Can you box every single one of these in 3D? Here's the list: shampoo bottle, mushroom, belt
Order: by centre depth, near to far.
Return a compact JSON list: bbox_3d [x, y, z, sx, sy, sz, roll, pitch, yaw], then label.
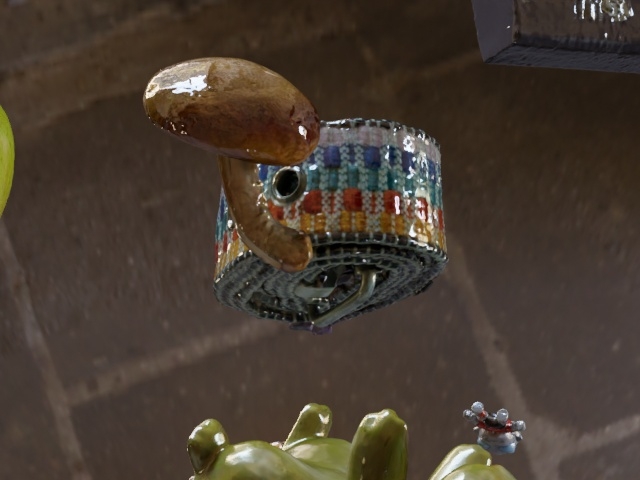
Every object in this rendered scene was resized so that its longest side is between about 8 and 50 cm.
[{"bbox_3d":[-0.032,-0.047,0.982,0.073,0.088,0.129,-36,85,11],"label":"mushroom"},{"bbox_3d":[0.265,-0.184,1.492,0.309,0.071,0.098,1,73,-28],"label":"shampoo bottle"},{"bbox_3d":[0.000,0.000,1.834,0.207,0.295,0.160,9,68,-30],"label":"belt"}]

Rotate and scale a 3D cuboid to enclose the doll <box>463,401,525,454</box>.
[{"bbox_3d":[0.179,0.195,1.889,0.057,0.114,0.039,-16,61,5],"label":"doll"}]

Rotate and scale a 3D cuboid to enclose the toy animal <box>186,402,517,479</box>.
[{"bbox_3d":[0.081,0.212,1.307,0.363,0.181,0.180,4,85,28],"label":"toy animal"}]

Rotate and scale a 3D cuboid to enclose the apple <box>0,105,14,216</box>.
[{"bbox_3d":[-0.272,-0.046,1.083,0.196,0.196,0.196,0,69,0],"label":"apple"}]

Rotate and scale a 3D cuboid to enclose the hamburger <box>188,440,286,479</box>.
[{"bbox_3d":[-0.081,0.303,1.674,0.300,0.300,0.176,-39,97,-14],"label":"hamburger"}]
